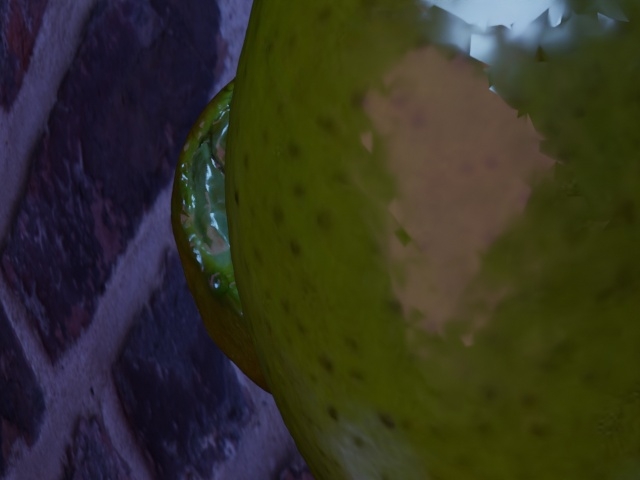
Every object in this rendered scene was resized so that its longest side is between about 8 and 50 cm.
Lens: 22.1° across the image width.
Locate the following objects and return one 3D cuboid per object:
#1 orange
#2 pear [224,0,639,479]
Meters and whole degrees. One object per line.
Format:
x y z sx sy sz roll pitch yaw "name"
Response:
-0.001 0.004 1.042 0.237 0.179 0.158 63 146 13 "orange"
0.141 -0.014 0.626 0.362 0.362 0.418 42 164 41 "pear"
